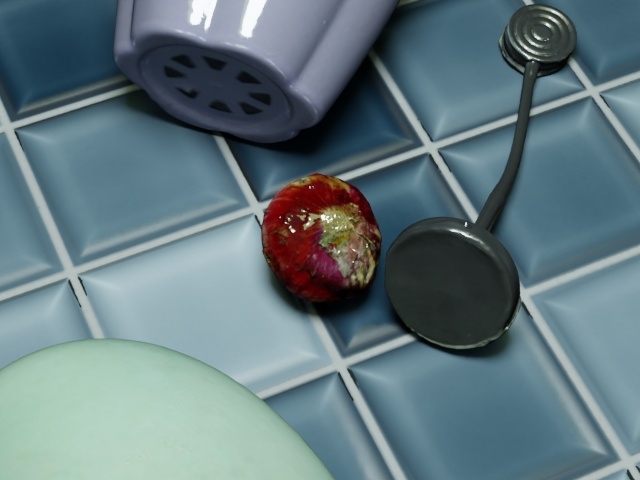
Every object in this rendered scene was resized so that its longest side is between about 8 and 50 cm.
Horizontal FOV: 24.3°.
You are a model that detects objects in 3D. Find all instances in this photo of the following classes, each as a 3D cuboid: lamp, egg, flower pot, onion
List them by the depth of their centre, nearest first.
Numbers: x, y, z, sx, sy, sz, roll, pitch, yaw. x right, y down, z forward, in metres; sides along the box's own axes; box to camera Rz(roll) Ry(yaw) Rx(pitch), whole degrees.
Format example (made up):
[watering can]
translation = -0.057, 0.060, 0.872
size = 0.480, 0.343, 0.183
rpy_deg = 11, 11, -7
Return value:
[egg]
translation = -0.105, 0.225, 0.920
size = 0.276, 0.276, 0.389
rpy_deg = -28, 51, -20
[onion]
translation = 0.000, 0.000, 1.198
size = 0.107, 0.097, 0.107
rpy_deg = 17, 62, -36
[lamp]
translation = 0.164, -0.083, 1.249
size = 0.130, 0.108, 0.371
rpy_deg = 25, 58, 10
[flower pot]
translation = -0.048, -0.228, 1.267
size = 0.265, 0.265, 0.243
rpy_deg = 13, 67, 6
